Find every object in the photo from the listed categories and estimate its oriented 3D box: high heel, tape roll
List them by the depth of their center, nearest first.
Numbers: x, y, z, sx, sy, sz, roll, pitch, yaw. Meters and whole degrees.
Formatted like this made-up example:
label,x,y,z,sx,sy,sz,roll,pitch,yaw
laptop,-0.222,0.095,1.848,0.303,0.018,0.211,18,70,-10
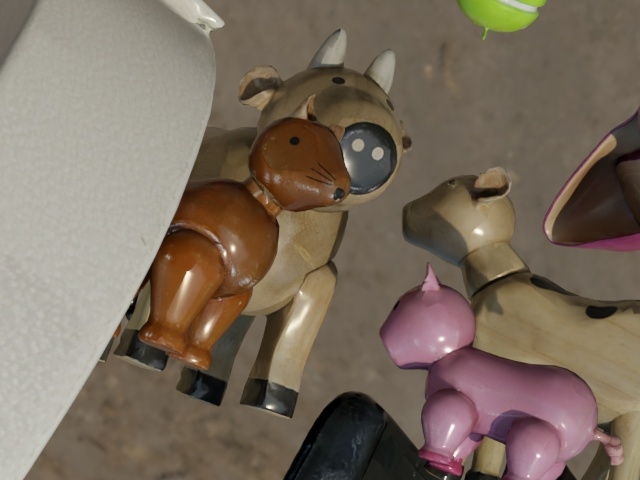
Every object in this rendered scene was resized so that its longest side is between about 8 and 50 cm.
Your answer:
label,x,y,z,sx,sy,sz,roll,pitch,yaw
tape roll,-0.187,0.050,0.632,0.072,0.392,0.392,39,153,-19
high heel,0.265,-0.044,1.515,0.127,0.181,0.377,66,-171,12

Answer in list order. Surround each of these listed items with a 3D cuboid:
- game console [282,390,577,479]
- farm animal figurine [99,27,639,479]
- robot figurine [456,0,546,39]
label,x,y,z,sx,sy,sz,roll,pitch,yaw
game console,0.069,0.186,0.955,0.044,0.213,0.361,6,151,31
farm animal figurine,0.000,0.000,0.846,0.330,0.172,0.327,28,168,-38
robot figurine,0.135,-0.196,1.245,0.067,0.115,0.101,23,-161,-10
